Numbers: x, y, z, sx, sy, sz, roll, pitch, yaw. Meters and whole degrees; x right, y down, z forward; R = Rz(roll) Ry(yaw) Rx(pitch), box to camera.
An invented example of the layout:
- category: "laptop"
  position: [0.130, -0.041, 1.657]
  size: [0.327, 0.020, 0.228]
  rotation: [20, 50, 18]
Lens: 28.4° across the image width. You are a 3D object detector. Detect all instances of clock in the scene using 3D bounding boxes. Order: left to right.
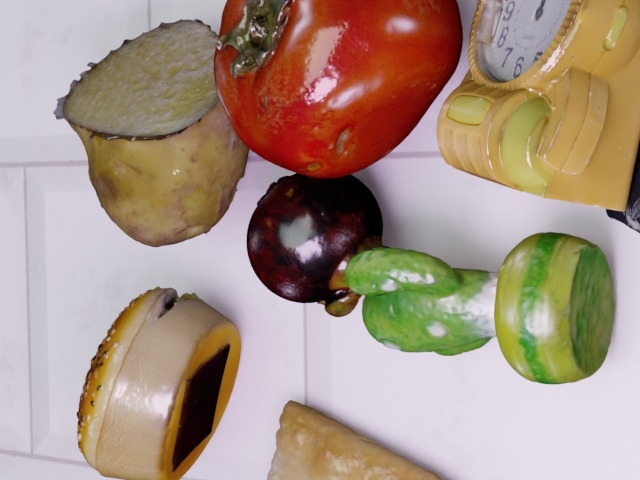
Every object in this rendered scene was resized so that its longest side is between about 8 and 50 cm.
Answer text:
- category: "clock"
  position: [0.278, -0.212, 1.496]
  size: [0.244, 0.200, 0.317]
  rotation: [25, 99, 61]

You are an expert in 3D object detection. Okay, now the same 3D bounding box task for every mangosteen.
- category: "mangosteen"
  position: [0.000, 0.000, 1.708]
  size: [0.209, 0.210, 0.210]
  rotation: [2, 94, 33]

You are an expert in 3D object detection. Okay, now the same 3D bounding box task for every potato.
- category: "potato"
  position: [-0.210, -0.134, 1.826]
  size: [0.300, 0.288, 0.237]
  rotation: [26, 149, 43]

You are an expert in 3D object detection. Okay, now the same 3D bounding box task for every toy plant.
- category: "toy plant"
  position: [0.195, 0.082, 1.589]
  size: [0.315, 0.224, 0.185]
  rotation: [2, 60, 30]

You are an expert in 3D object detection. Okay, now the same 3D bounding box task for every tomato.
- category: "tomato"
  position: [0.019, -0.246, 1.608]
  size: [0.325, 0.289, 0.293]
  rotation: [-56, 50, 29]

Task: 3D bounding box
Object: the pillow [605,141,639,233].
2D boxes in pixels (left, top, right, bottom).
- category: "pillow"
  position: [0.390, -0.066, 1.467]
  size: [0.208, 0.055, 0.141]
  rotation: [-120, 41, -70]

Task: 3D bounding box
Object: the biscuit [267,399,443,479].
- category: "biscuit"
  position: [0.070, 0.502, 1.744]
  size: [0.446, 0.104, 0.429]
  rotation: [24, 105, 31]

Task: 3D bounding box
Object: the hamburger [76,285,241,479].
- category: "hamburger"
  position: [-0.241, 0.211, 1.829]
  size: [0.176, 0.300, 0.300]
  rotation: [21, 105, 13]
